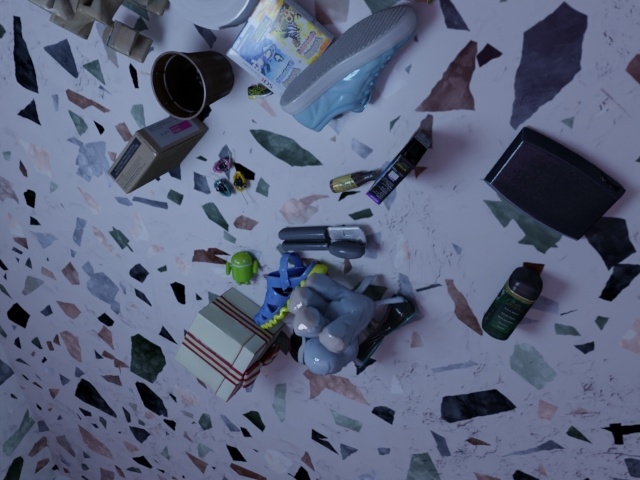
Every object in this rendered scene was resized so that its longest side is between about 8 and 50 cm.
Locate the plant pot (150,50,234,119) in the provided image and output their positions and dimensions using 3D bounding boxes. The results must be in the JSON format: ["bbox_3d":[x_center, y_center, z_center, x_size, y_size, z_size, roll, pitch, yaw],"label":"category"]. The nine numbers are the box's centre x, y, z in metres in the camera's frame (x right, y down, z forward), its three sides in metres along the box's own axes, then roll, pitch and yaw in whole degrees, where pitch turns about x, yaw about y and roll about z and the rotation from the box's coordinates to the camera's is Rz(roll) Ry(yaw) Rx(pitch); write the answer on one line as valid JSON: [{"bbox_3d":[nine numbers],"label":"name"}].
[{"bbox_3d":[-0.320,-0.415,1.333,0.166,0.165,0.167,12,120,21],"label":"plant pot"}]

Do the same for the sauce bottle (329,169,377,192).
[{"bbox_3d":[0.085,-0.156,1.344,0.128,0.042,0.042,-13,109,34],"label":"sauce bottle"}]

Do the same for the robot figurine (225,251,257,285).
[{"bbox_3d":[-0.249,0.086,1.632,0.101,0.067,0.115,-2,118,-3],"label":"robot figurine"}]

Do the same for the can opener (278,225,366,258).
[{"bbox_3d":[0.000,0.000,1.449,0.280,0.093,0.074,2,118,32],"label":"can opener"}]

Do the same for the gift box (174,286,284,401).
[{"bbox_3d":[-0.286,0.352,1.688,0.258,0.255,0.276,34,121,9],"label":"gift box"}]

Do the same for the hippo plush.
[{"bbox_3d":[0.031,0.237,1.434,0.234,0.294,0.237,38,137,27],"label":"hippo plush"}]

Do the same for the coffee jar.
[{"bbox_3d":[0.478,0.156,1.280,0.079,0.096,0.184,28,126,12],"label":"coffee jar"}]

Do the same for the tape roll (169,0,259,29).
[{"bbox_3d":[-0.247,-0.653,1.205,0.286,0.100,0.286,12,121,21],"label":"tape roll"}]

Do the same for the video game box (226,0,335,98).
[{"bbox_3d":[-0.099,-0.469,1.238,0.187,0.048,0.205,34,129,-15],"label":"video game box"}]

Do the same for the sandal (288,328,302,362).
[{"bbox_3d":[-0.077,0.336,1.698,0.067,0.040,0.179,18,123,17],"label":"sandal"}]

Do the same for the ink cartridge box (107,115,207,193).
[{"bbox_3d":[-0.455,-0.254,1.446,0.088,0.235,0.193,48,126,-5],"label":"ink cartridge box"}]

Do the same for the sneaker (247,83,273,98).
[{"bbox_3d":[-0.159,-0.392,1.346,0.083,0.031,0.035,-1,115,28],"label":"sneaker"}]

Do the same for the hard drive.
[{"bbox_3d":[0.511,-0.117,1.139,0.254,0.054,0.172,35,127,6],"label":"hard drive"}]

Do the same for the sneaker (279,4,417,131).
[{"bbox_3d":[0.084,-0.385,1.191,0.366,0.135,0.150,-28,134,29],"label":"sneaker"}]

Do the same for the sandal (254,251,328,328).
[{"bbox_3d":[-0.113,0.146,1.570,0.138,0.126,0.317,43,118,1],"label":"sandal"}]

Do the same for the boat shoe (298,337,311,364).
[{"bbox_3d":[-0.008,0.286,1.599,0.091,0.114,0.303,18,135,18],"label":"boat shoe"}]

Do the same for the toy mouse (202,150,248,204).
[{"bbox_3d":[-0.281,-0.189,1.520,0.143,0.031,0.161,5,118,24],"label":"toy mouse"}]

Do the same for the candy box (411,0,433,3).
[{"bbox_3d":[0.194,-0.591,1.043,0.109,0.053,0.187,18,124,17],"label":"candy box"}]

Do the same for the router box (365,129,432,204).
[{"bbox_3d":[0.185,-0.172,1.198,0.046,0.179,0.133,41,127,-1],"label":"router box"}]

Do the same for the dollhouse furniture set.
[{"bbox_3d":[-0.541,-0.686,1.193,0.256,0.362,0.394,27,97,10],"label":"dollhouse furniture set"}]

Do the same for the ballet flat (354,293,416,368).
[{"bbox_3d":[0.167,0.258,1.507,0.096,0.095,0.280,44,117,11],"label":"ballet flat"}]
